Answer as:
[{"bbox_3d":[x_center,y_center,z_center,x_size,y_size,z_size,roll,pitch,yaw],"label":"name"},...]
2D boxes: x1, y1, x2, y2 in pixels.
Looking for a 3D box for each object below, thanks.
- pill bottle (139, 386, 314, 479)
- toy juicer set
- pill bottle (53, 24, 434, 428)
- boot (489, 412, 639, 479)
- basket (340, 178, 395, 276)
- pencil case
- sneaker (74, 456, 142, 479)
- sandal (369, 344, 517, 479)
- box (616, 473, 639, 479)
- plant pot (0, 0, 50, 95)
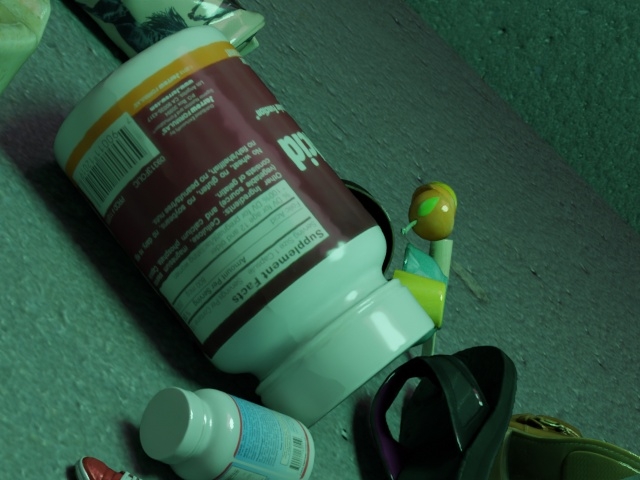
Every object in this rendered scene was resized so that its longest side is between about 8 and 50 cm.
[{"bbox_3d":[-0.086,0.187,1.291,0.160,0.087,0.087,28,30,-44],"label":"pill bottle"},{"bbox_3d":[0.113,0.036,1.717,0.329,0.089,0.209,75,22,-74],"label":"toy juicer set"},{"bbox_3d":[-0.075,-0.007,1.447,0.392,0.224,0.224,52,22,6],"label":"pill bottle"},{"bbox_3d":[0.310,0.281,1.745,0.220,0.283,0.109,-2,97,-72],"label":"boot"},{"bbox_3d":[0.000,0.000,1.670,0.227,0.204,0.154,-43,110,-79],"label":"basket"},{"bbox_3d":[-0.254,-0.366,1.787,0.410,0.160,0.183,46,36,-8],"label":"pencil case"},{"bbox_3d":[-0.145,0.211,1.163,0.118,0.067,0.042,47,21,-6],"label":"sneaker"},{"bbox_3d":[0.121,0.206,1.547,0.107,0.167,0.446,50,22,-9],"label":"sandal"},{"bbox_3d":[0.359,0.378,1.610,0.307,0.242,0.076,34,48,-35],"label":"box"},{"bbox_3d":[-0.364,-0.121,0.969,0.334,0.305,0.334,41,23,-21],"label":"plant pot"}]
